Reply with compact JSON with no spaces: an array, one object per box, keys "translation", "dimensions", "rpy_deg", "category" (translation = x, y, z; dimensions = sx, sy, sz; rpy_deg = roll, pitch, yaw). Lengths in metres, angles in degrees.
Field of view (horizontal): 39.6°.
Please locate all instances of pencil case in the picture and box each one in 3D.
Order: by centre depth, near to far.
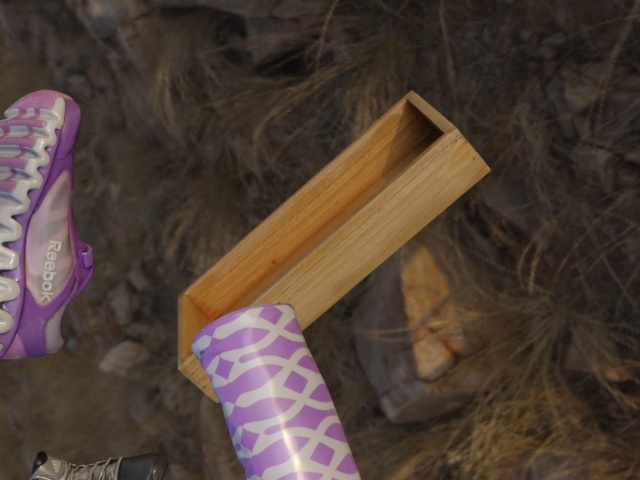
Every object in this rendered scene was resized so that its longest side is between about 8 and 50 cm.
[{"translation":[-0.029,0.144,0.629],"dimensions":[0.088,0.086,0.206],"rpy_deg":[-34,68,32],"category":"pencil case"}]

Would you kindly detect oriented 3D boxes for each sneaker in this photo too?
[{"translation":[-0.236,-0.004,0.743],"dimensions":[0.095,0.104,0.237],"rpy_deg":[13,88,46],"category":"sneaker"},{"translation":[-0.328,0.330,1.227],"dimensions":[0.228,0.086,0.132],"rpy_deg":[-33,111,22],"category":"sneaker"}]

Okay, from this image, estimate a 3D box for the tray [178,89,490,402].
[{"translation":[0.000,0.000,1.082],"dimensions":[0.076,0.411,0.203],"rpy_deg":[47,-172,-21],"category":"tray"}]
